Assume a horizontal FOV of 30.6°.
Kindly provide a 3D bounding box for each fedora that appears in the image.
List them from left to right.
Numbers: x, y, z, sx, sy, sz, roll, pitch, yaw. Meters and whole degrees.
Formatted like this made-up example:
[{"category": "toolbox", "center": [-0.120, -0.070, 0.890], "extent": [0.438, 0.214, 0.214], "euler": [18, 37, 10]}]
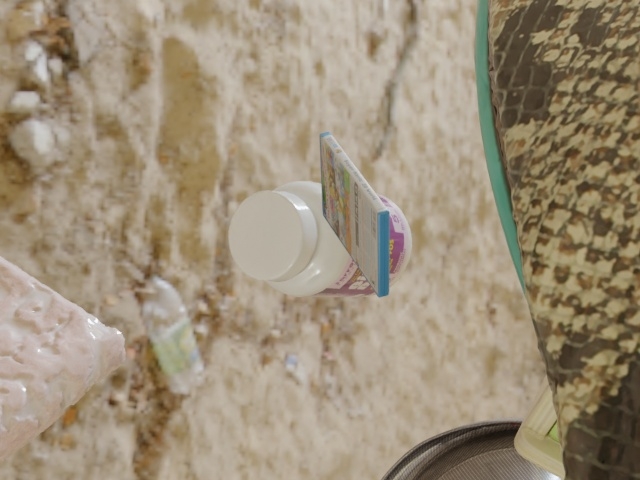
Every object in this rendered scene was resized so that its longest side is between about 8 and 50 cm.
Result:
[{"category": "fedora", "center": [0.180, 0.312, 1.191], "extent": [0.243, 0.275, 0.124], "euler": [53, 20, -16]}]

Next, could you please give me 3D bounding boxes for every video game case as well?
[{"category": "video game case", "center": [0.037, -0.031, 1.312], "extent": [0.166, 0.015, 0.119], "euler": [-123, -157, -47]}]

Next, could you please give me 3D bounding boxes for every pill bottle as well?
[{"category": "pill bottle", "center": [0.000, 0.000, 1.730], "extent": [0.301, 0.169, 0.169], "euler": [4, 90, -59]}]

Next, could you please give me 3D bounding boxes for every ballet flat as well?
[{"category": "ballet flat", "center": [0.146, 0.065, 0.329], "extent": [0.164, 0.182, 0.483], "euler": [16, 64, -28]}]

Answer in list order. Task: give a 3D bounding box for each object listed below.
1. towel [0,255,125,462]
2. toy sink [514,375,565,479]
[{"category": "towel", "center": [-0.367, 0.094, 0.857], "extent": [0.332, 0.317, 0.053], "euler": [-40, 150, -38]}, {"category": "toy sink", "center": [0.223, 0.096, 0.730], "extent": [0.131, 0.153, 0.234], "euler": [-55, 169, -33]}]
